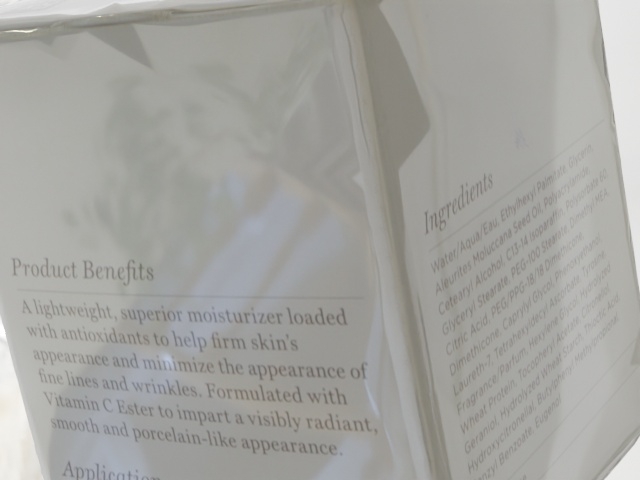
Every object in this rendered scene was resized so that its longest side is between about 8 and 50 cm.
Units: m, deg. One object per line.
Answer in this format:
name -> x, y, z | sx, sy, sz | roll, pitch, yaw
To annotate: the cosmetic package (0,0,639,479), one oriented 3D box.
cosmetic package -> 0.000, 0.000, 0.497 | 0.151, 0.151, 0.184 | 1, -71, 33
